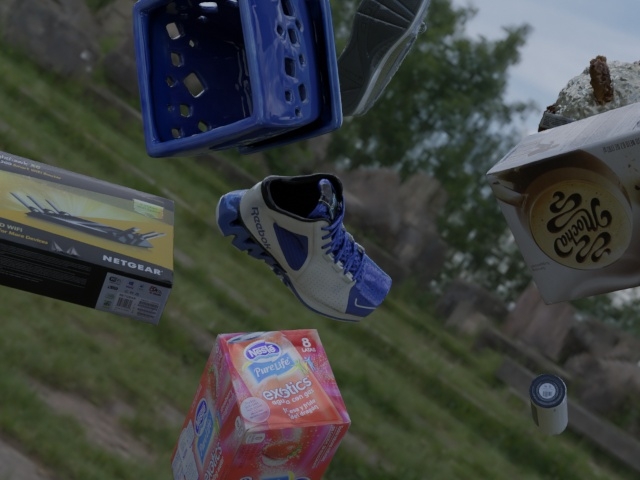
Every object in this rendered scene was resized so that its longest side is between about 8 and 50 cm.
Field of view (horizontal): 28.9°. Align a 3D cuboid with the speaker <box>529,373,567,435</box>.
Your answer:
[{"bbox_3d":[0.344,0.248,1.870,0.055,0.055,0.136,34,-14,24],"label":"speaker"}]

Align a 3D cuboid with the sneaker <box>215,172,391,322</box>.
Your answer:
[{"bbox_3d":[-0.001,-0.001,1.998,0.315,0.127,0.182,35,-39,-17],"label":"sneaker"}]

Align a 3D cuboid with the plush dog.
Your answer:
[{"bbox_3d":[0.411,-0.189,1.803,0.225,0.262,0.211,-80,147,-68],"label":"plush dog"}]

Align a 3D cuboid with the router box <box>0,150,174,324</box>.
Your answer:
[{"bbox_3d":[-0.371,-0.010,1.830,0.308,0.081,0.243,16,28,-16],"label":"router box"}]

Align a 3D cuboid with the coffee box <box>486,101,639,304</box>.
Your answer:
[{"bbox_3d":[0.349,-0.053,1.297,0.297,0.119,0.168,-15,-73,40],"label":"coffee box"}]

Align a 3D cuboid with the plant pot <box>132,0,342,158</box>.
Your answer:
[{"bbox_3d":[-0.106,-0.242,1.760,0.236,0.236,0.212,-12,-9,42],"label":"plant pot"}]

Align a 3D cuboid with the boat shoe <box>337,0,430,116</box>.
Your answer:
[{"bbox_3d":[0.120,-0.381,2.403,0.118,0.320,0.103,36,18,24],"label":"boat shoe"}]

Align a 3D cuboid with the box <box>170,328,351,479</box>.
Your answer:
[{"bbox_3d":[-0.088,0.265,1.622,0.142,0.300,0.154,-1,48,-24],"label":"box"}]
